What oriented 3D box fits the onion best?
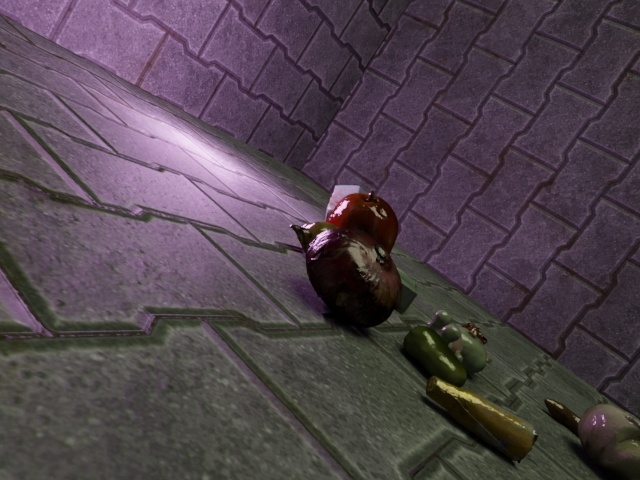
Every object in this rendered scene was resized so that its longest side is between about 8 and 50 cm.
[{"bbox_3d":[0.080,0.080,1.154,0.246,0.190,0.246,40,22,-20],"label":"onion"}]

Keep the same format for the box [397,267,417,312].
[{"bbox_3d":[0.244,0.152,1.682,0.129,0.086,0.225,35,9,5],"label":"box"}]

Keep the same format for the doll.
[{"bbox_3d":[0.364,0.285,1.372,0.275,0.113,0.155,35,15,-41],"label":"doll"}]

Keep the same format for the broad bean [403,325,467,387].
[{"bbox_3d":[0.264,0.272,1.179,0.124,0.082,0.174,22,25,-52],"label":"broad bean"}]

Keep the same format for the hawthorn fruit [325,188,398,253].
[{"bbox_3d":[0.150,-0.046,1.812,0.275,0.300,0.275,12,25,-6],"label":"hawthorn fruit"}]

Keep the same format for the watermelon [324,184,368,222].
[{"bbox_3d":[0.118,-0.095,2.181,0.258,0.228,0.387,10,33,-48],"label":"watermelon"}]

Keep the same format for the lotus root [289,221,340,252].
[{"bbox_3d":[0.000,0.000,1.519,0.221,0.125,0.118,18,58,-44],"label":"lotus root"}]

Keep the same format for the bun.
[{"bbox_3d":[0.802,0.553,1.335,0.273,0.168,0.273,42,-1,1],"label":"bun"}]

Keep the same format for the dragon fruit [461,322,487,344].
[{"bbox_3d":[0.513,0.335,1.701,0.116,0.086,0.081,49,-23,31],"label":"dragon fruit"}]

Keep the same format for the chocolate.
[{"bbox_3d":[0.301,0.337,0.982,0.219,0.086,0.085,31,9,2],"label":"chocolate"}]

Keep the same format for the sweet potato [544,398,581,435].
[{"bbox_3d":[0.781,0.560,1.560,0.218,0.051,0.065,37,6,12],"label":"sweet potato"}]
